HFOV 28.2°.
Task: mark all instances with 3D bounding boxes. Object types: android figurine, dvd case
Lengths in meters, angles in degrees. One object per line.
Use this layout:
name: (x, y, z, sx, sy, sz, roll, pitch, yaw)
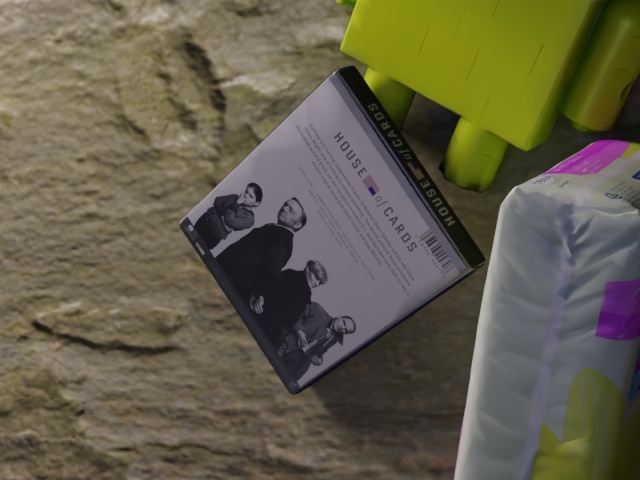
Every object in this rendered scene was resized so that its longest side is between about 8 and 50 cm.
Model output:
android figurine: (0.118, -0.179, 0.907, 0.248, 0.056, 0.272, 30, 117, 21)
dvd case: (0.000, 0.000, 1.004, 0.239, 0.030, 0.179, -39, 82, 43)

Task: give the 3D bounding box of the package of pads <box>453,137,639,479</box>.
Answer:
package of pads: (0.172, 0.090, 0.843, 0.101, 0.229, 0.296, 15, 108, 23)
